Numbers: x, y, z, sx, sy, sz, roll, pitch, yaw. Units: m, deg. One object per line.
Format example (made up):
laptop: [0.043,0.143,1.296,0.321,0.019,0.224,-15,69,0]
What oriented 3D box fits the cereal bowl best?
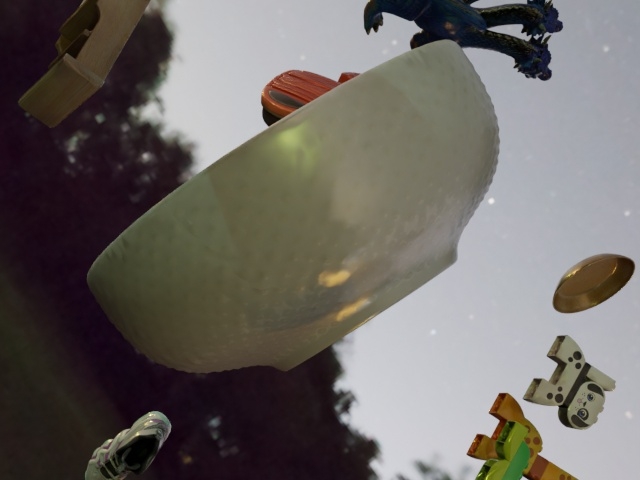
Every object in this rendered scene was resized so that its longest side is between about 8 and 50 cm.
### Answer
cereal bowl: [0.000,0.000,0.813,0.141,0.339,0.339,58,-15,4]

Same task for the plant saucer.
plant saucer: [0.247,0.036,0.978,0.083,0.083,0.015,79,-11,-56]

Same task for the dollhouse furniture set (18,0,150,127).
dollhouse furniture set: [-0.297,-0.253,1.008,0.242,0.161,0.212,36,-35,-23]

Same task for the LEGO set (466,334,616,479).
LEGO set: [0.156,0.194,0.814,0.093,0.227,0.087,32,-11,-6]

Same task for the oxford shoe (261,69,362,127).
oxford shoe: [0.015,-0.114,1.089,0.097,0.098,0.271,28,18,22]

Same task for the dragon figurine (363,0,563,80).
dragon figurine: [0.120,-0.244,1.052,0.289,0.085,0.144,29,-23,-38]

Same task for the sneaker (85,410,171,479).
sneaker: [-0.179,0.198,0.955,0.038,0.098,0.069,45,9,-9]
